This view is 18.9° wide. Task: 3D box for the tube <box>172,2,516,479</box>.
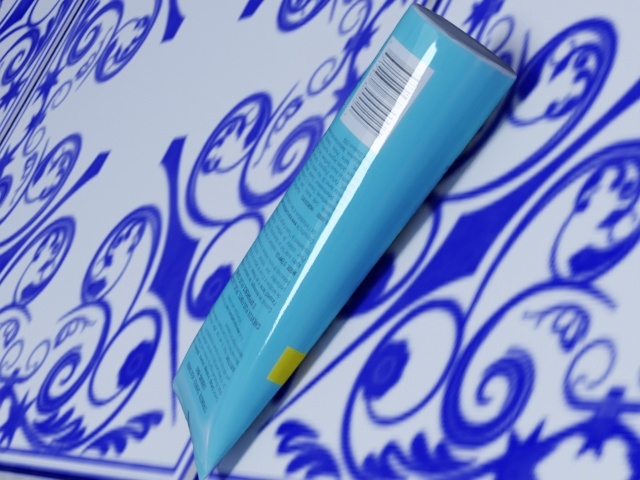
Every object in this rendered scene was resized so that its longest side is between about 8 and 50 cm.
[{"bbox_3d":[0.000,0.000,0.795,0.207,0.052,0.080,-54,20,13],"label":"tube"}]
